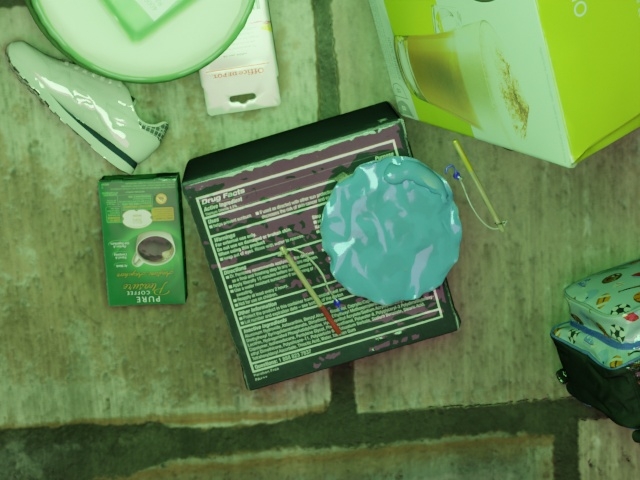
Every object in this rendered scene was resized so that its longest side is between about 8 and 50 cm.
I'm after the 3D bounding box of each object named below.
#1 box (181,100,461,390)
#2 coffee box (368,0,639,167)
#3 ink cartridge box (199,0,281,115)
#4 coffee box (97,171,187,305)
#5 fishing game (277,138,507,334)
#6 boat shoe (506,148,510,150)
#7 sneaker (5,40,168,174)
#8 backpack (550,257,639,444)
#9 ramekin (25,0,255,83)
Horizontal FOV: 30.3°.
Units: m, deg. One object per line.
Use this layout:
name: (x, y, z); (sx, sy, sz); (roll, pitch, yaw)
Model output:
box: (0.000, 0.000, 1.578); (0.296, 0.183, 0.294); (-16, 106, 1)
coffee box: (0.269, -0.331, 1.336); (0.338, 0.334, 0.338); (-29, 118, -19)
ink cartridge box: (-0.114, -0.265, 1.564); (0.104, 0.061, 0.181); (-8, 105, 0)
coffee box: (-0.246, -0.001, 1.645); (0.113, 0.040, 0.184); (-3, 105, 0)
fishing game: (0.085, -0.013, 1.468); (0.264, 0.041, 0.189); (-35, 104, -3)
boat shoe: (0.229, -0.210, 1.584); (0.073, 0.073, 0.207); (-27, 106, 5)
sneaker: (-0.315, -0.193, 1.577); (0.235, 0.090, 0.095); (42, 88, -15)
backpack: (0.471, 0.128, 1.603); (0.263, 0.276, 0.213); (-16, 107, -11)
ramekin: (-0.213, -0.331, 1.414); (0.303, 0.148, 0.303); (-2, 104, -10)
